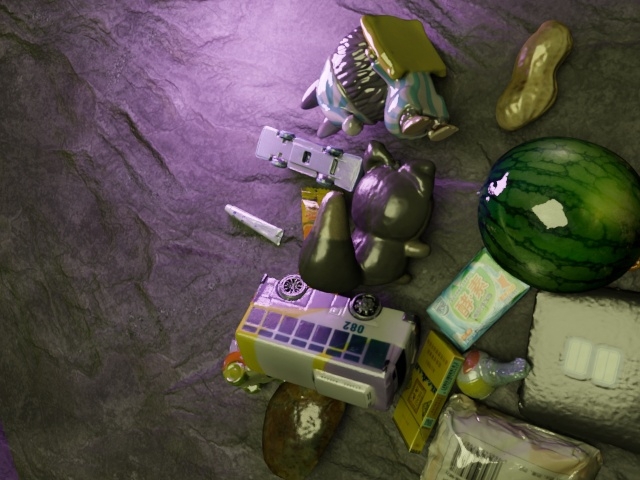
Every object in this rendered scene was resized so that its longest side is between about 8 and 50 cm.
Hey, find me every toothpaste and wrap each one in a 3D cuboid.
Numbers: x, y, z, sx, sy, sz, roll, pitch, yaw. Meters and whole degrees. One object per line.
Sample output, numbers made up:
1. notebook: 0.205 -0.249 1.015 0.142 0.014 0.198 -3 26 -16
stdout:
1. toothpaste: -0.209 -0.055 1.783 0.218 0.033 0.052 28 107 21

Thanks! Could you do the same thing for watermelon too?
1. watermelon: 0.518 -0.055 1.251 0.363 0.363 0.364 0 90 27

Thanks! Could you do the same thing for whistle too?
1. whistle: 0.409 0.317 1.400 0.223 0.122 0.123 -29 76 53

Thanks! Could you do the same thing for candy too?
1. candy: 0.000 0.000 1.632 0.187 0.081 0.298 12 99 46

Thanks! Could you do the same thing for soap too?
1. soap: 0.402 0.142 1.449 0.156 0.077 0.293 45 108 19

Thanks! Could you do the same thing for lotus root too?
1. lotus root: -0.064 0.533 1.628 0.210 0.142 0.314 20 107 3

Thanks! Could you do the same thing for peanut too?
1. peanut: 0.517 -0.390 1.371 0.125 0.111 0.275 25 102 20

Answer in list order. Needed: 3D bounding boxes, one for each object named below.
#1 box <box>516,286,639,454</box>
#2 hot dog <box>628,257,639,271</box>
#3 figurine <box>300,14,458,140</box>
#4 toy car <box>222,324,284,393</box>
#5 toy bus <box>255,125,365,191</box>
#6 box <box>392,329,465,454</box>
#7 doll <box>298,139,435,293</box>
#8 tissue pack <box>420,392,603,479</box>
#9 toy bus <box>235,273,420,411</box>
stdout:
1. box: 0.652 0.282 1.319 0.350 0.091 0.360 10 94 25
2. hot dog: 0.683 0.052 1.334 0.122 0.037 0.049 -7 99 32
3. figurine: 0.135 -0.352 1.508 0.377 0.266 0.362 -38 58 46
4. toy car: -0.186 0.327 1.718 0.235 0.145 0.235 -9 61 17
5. toy bus: -0.017 -0.231 1.625 0.329 0.136 0.109 23 102 24
6. box: 0.274 0.389 1.483 0.040 0.153 0.279 19 101 -16
7. doll: 0.140 -0.043 1.418 0.252 0.378 0.383 16 107 27
8. tissue pack: 0.428 0.597 1.376 0.375 0.195 0.390 23 100 21
9. toy bus: 0.022 0.271 1.498 0.439 0.209 0.249 13 52 17
